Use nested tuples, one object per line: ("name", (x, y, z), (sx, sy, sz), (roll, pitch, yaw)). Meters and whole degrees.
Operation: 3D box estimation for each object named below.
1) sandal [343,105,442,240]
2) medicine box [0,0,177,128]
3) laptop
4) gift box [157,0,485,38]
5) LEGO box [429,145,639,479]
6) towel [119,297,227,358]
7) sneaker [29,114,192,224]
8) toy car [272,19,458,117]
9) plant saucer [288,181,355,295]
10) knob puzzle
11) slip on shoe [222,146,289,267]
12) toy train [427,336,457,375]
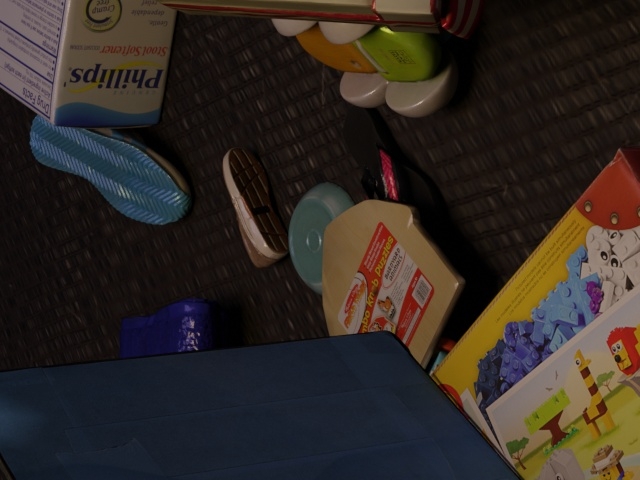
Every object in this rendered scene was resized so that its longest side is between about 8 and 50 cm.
("sandal", (0.059, -0.061, 1.612), (0.179, 0.040, 0.067), (57, 134, 33))
("medicine box", (-0.294, -0.309, 1.973), (0.263, 0.149, 0.289), (33, 119, 47))
("laptop", (0.043, 0.122, 1.042), (0.408, 0.382, 0.236), (-32, 68, 50))
("gift box", (0.011, -0.295, 1.325), (0.276, 0.258, 0.255), (-48, -38, -79))
("LEGO box", (0.243, 0.227, 1.266), (0.500, 0.193, 0.372), (-56, 51, 39))
("towel", (-0.162, 0.226, 1.875), (0.227, 0.076, 0.308), (162, 110, -63))
("sneaker", (-0.232, -0.095, 1.968), (0.228, 0.092, 0.087), (31, 117, 26))
("toy car", (0.058, -0.207, 1.542), (0.136, 0.159, 0.182), (-54, 34, -12))
("plant saucer", (0.000, 0.000, 1.713), (0.119, 0.021, 0.119), (6, 97, 52))
("knob puzzle", (0.061, 0.046, 1.583), (0.213, 0.030, 0.213), (4, 95, 56))
("slip on shoe", (-0.075, -0.035, 1.789), (0.041, 0.051, 0.135), (-41, 69, 44))
("toy train", (0.099, 0.173, 1.541), (0.125, 0.046, 0.166), (-69, 2, -60))
